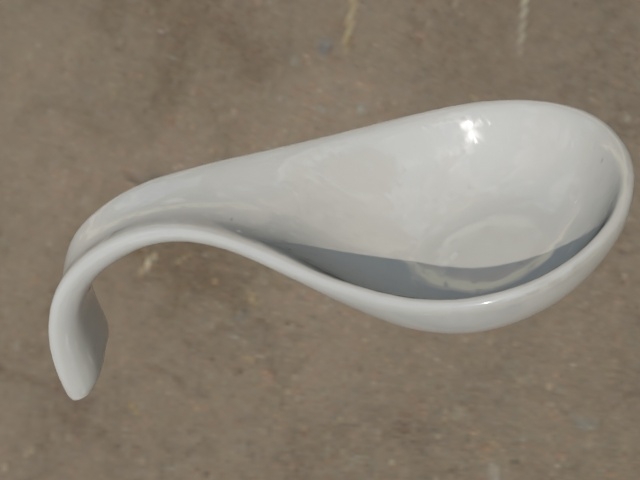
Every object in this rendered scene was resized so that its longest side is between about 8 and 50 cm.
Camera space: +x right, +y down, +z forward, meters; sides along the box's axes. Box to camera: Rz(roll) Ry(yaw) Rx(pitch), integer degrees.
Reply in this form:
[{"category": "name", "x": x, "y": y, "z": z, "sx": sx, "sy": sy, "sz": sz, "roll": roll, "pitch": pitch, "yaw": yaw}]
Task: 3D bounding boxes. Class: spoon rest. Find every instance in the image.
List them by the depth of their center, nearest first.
[{"category": "spoon rest", "x": 0.000, "y": 0.000, "z": 0.702, "sx": 0.276, "sy": 0.084, "sz": 0.137, "roll": -15, "pitch": 38, "yaw": 16}]
